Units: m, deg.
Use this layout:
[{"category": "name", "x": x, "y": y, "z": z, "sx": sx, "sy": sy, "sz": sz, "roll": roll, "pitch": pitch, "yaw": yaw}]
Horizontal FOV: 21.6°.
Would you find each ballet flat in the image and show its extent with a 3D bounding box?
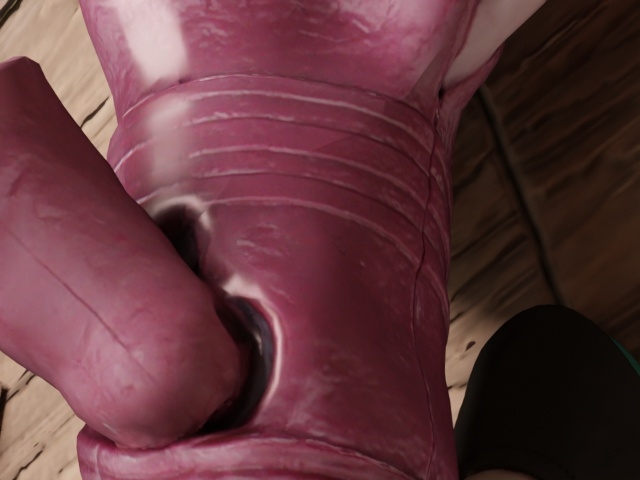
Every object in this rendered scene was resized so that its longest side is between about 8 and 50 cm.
[{"category": "ballet flat", "x": 0.071, "y": 0.147, "z": 0.452, "sx": 0.095, "sy": 0.096, "sz": 0.280, "roll": -34, "pitch": 62, "yaw": 44}]

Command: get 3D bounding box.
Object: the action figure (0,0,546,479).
[{"category": "action figure", "x": 0.000, "y": 0.000, "z": 0.455, "sx": 0.276, "sy": 0.248, "sz": 0.370, "roll": -16, "pitch": 51, "yaw": 22}]
